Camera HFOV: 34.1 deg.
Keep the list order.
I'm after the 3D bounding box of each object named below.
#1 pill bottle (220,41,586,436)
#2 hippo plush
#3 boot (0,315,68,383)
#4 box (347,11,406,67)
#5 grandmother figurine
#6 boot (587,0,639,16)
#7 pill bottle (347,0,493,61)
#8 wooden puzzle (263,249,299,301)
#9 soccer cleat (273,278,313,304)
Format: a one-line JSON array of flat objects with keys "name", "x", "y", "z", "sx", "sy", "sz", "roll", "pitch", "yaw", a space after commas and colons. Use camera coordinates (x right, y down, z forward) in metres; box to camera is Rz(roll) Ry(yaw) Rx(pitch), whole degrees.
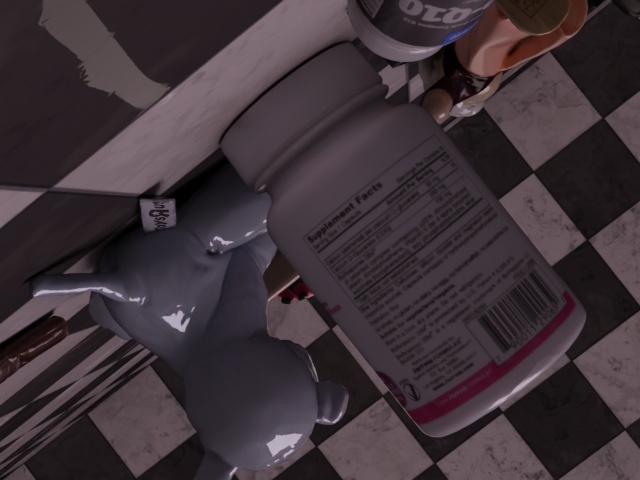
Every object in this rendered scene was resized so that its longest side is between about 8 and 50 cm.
[{"name": "pill bottle", "x": 0.060, "y": -0.004, "z": 0.816, "sx": 0.160, "sy": 0.283, "sz": 0.160, "roll": -38, "pitch": 178, "yaw": -2}, {"name": "hippo plush", "x": -0.067, "y": 0.070, "z": 0.921, "sx": 0.234, "sy": 0.236, "sz": 0.294, "roll": -37, "pitch": 178, "yaw": -6}, {"name": "boot", "x": -0.293, "y": 0.118, "z": 0.980, "sx": 0.106, "sy": 0.037, "sz": 0.114, "roll": -37, "pitch": -176, "yaw": 47}, {"name": "box", "x": 0.069, "y": -0.162, "z": 0.721, "sx": 0.062, "sy": 0.052, "sz": 0.083, "roll": -41, "pitch": 176, "yaw": 29}, {"name": "grandmother figurine", "x": 0.165, "y": -0.192, "z": 1.009, "sx": 0.208, "sy": 0.104, "sz": 0.342, "roll": -43, "pitch": 178, "yaw": -8}, {"name": "boot", "x": 0.340, "y": -0.332, "z": 1.011, "sx": 0.229, "sy": 0.091, "sz": 0.263, "roll": -45, "pitch": -167, "yaw": 7}, {"name": "pill bottle", "x": 0.059, "y": -0.146, "z": 0.540, "sx": 0.078, "sy": 0.078, "sz": 0.137, "roll": -37, "pitch": 178, "yaw": -14}, {"name": "wooden puzzle", "x": -0.106, "y": 0.026, "z": 1.162, "sx": 0.221, "sy": 0.044, "sz": 0.238, "roll": -38, "pitch": -159, "yaw": -10}, {"name": "soccer cleat", "x": 0.000, "y": 0.000, "z": 1.288, "sx": 0.143, "sy": 0.116, "sz": 0.331, "roll": -49, "pitch": -154, "yaw": -24}]
